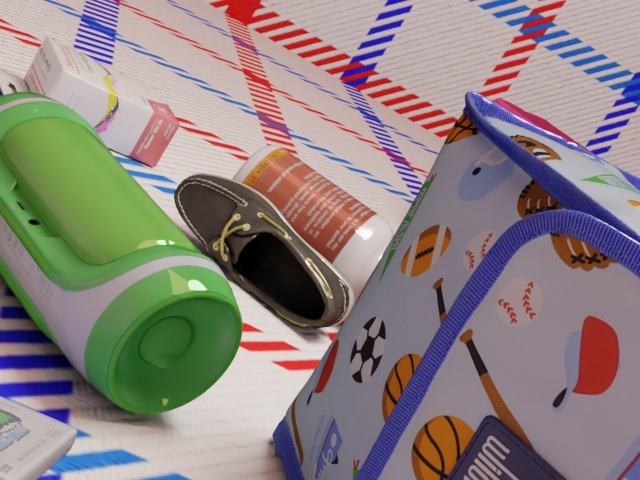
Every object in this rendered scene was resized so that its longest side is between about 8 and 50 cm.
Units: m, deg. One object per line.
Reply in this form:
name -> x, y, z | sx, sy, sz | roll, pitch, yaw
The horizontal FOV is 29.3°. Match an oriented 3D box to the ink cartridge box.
ink cartridge box -> -0.275, -0.170, 1.438 | 0.198, 0.067, 0.115 | 23, 17, -33

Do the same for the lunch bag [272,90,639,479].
lunch bag -> 0.142, 0.123, 0.794 | 0.239, 0.327, 0.385 | 22, 19, -22

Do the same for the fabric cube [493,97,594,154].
fabric cube -> 0.346, -0.036, 1.940 | 0.258, 0.254, 0.259 | 41, 16, 25

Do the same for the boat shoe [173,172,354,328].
boat shoe -> -0.065, 0.006, 1.256 | 0.228, 0.081, 0.069 | 38, 11, 12

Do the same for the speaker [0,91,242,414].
speaker -> -0.180, 0.001, 0.940 | 0.131, 0.131, 0.296 | 17, 20, -47

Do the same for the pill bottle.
pill bottle -> 0.000, 0.000, 1.336 | 0.216, 0.121, 0.121 | 35, 14, 13

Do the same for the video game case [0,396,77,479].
video game case -> -0.213, 0.093, 0.658 | 0.143, 0.019, 0.157 | 23, 1, 0
